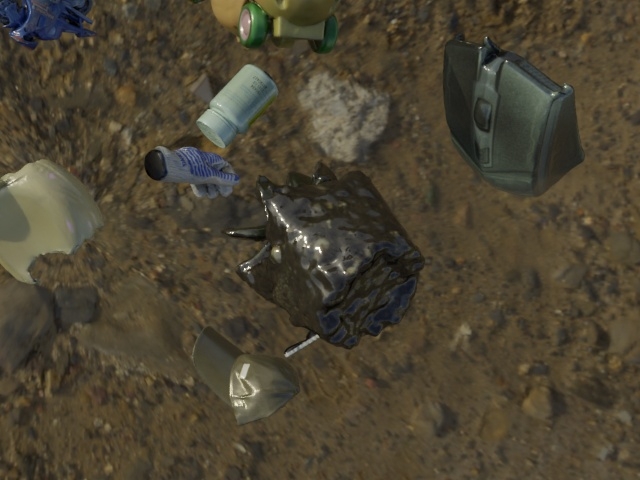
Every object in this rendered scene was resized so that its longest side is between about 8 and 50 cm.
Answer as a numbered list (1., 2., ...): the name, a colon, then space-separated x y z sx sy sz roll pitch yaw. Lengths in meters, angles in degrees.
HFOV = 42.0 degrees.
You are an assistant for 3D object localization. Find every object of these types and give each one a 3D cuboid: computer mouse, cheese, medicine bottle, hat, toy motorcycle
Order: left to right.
1. cheese: -0.606 -0.042 1.789 0.266 0.127 0.233 -22 104 25
2. toy motorcycle: -0.542 -0.437 1.641 0.205 0.076 0.114 -19 117 -34
3. medicine bottle: -0.085 -0.138 0.859 0.047 0.047 0.083 43 77 -13
4. hat: -0.130 0.221 1.511 0.144 0.166 0.173 -21 107 24
5. cheese: 0.011 0.145 1.360 0.162 0.086 0.036 -30 90 -10
6. computer mouse: 0.164 -0.098 0.748 0.126 0.231 0.071 37 83 27

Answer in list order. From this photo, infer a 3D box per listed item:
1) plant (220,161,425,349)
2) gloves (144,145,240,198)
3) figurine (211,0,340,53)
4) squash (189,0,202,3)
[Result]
1. plant: 0.000 0.000 1.119 0.198 0.276 0.189 -18 130 -28
2. gloves: -0.253 -0.141 1.706 0.229 0.119 0.097 20 91 -51
3. figurine: -0.068 -0.370 1.130 0.124 0.324 0.222 -4 105 -25
4. squash: -0.143 -0.246 0.572 0.066 0.066 0.201 -47 111 -11
